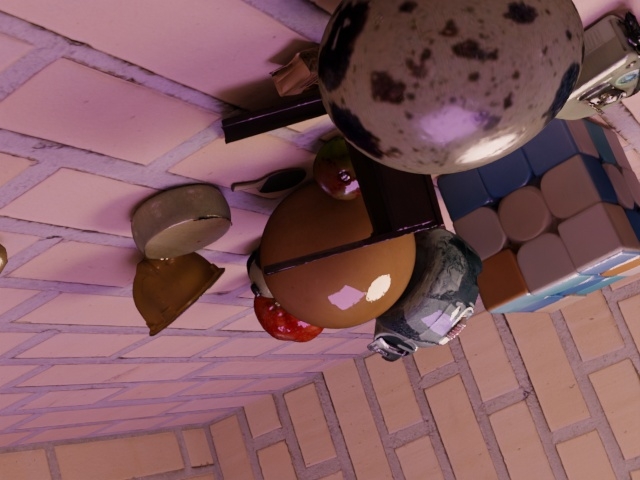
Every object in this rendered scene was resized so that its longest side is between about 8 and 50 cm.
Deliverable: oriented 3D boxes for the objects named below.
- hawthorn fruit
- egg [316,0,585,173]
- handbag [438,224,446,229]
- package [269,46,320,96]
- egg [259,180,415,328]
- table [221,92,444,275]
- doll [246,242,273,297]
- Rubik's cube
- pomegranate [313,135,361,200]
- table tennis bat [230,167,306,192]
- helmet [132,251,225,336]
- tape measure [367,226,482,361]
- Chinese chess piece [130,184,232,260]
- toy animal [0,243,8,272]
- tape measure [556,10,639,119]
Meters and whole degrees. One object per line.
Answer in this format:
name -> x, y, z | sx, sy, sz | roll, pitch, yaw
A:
hawthorn fruit -> -0.074, 0.159, 2.287 | 0.205, 0.205, 0.253 | -22, 162, 10
egg -> 0.176, -0.234, 1.172 | 0.379, 0.288, 0.287 | -12, 162, -19
handbag -> 0.191, 0.006, 2.139 | 0.205, 0.179, 0.116 | -37, 149, 25
package -> -0.008, -0.252, 1.331 | 0.071, 0.047, 0.131 | -34, 171, 40
egg -> 0.039, 0.022, 1.804 | 0.301, 0.301, 0.374 | -26, -178, 22
table -> 0.012, -0.099, 1.419 | 0.282, 0.251, 0.196 | -16, -179, -4
doll -> -0.059, 0.067, 2.087 | 0.234, 0.135, 0.143 | -1, 158, -21
Rubik's cube -> 0.530, -0.051, 2.037 | 0.344, 0.347, 0.346 | -32, 160, 33
pomegranate -> 0.050, -0.132, 1.648 | 0.130, 0.130, 0.130 | -18, 163, -6
table tennis bat -> -0.099, -0.111, 1.730 | 0.156, 0.013, 0.087 | -10, 162, -29
helmet -> -0.325, 0.088, 1.896 | 0.205, 0.140, 0.257 | -46, -170, -29
tape measure -> 0.227, 0.106, 1.933 | 0.147, 0.256, 0.275 | 31, 133, -22
Chinese chess piece -> -0.261, -0.035, 1.685 | 0.188, 0.083, 0.188 | -20, 162, -7
toy animal -> -0.596, 0.023, 1.504 | 0.101, 0.103, 0.219 | -39, 160, 0
tape measure -> 0.518, -0.306, 1.625 | 0.207, 0.115, 0.235 | 1, 153, -44
